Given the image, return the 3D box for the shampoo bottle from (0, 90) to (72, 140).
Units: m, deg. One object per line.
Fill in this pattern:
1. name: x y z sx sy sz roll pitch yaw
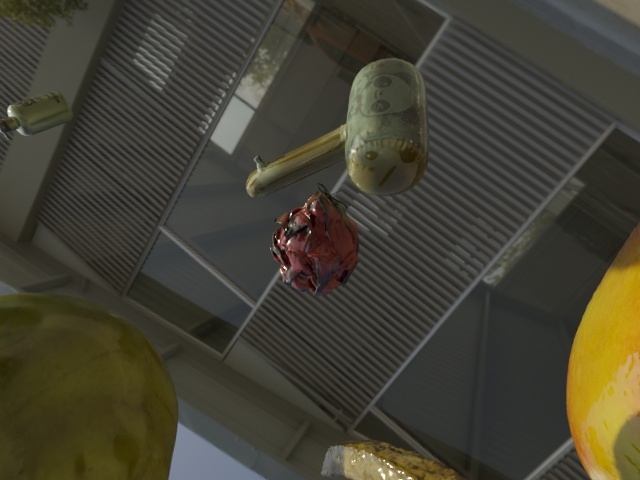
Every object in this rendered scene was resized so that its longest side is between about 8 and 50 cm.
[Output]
1. shampoo bottle: -0.687 -0.298 1.102 0.079 0.079 0.162 39 -129 14

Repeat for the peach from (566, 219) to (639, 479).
1. peach: 0.342 0.042 0.321 0.242 0.380 0.306 38 163 48

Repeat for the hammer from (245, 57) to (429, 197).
1. hammer: 0.009 -0.131 0.673 0.113 0.305 0.202 46 -140 -39

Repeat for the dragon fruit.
1. dragon fruit: 0.000 0.000 1.110 0.234 0.293 0.234 9 -135 -9

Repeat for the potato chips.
1. potato chips: 0.074 0.289 0.571 0.057 0.407 0.080 -11 -101 -23

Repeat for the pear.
1. pear: -0.223 0.141 0.339 0.269 0.212 0.212 11 -177 38
